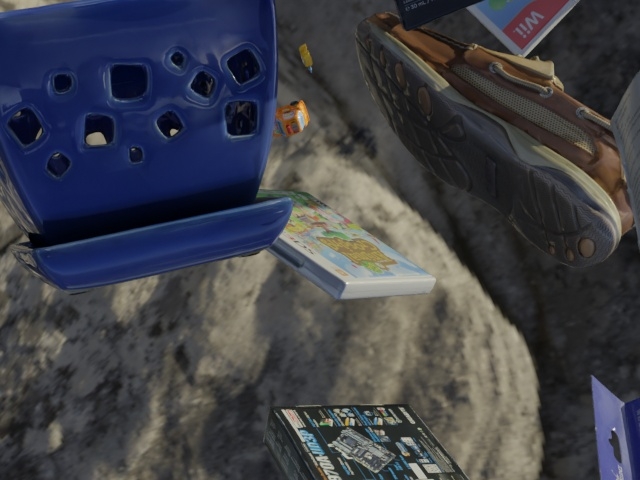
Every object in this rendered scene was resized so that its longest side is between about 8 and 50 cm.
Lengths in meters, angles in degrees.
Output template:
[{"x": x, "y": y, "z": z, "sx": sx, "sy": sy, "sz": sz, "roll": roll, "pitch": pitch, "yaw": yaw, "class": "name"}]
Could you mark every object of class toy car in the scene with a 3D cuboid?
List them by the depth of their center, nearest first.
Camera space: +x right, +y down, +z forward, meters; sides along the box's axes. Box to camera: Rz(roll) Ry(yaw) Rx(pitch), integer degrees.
[{"x": -0.040, "y": -0.181, "z": 1.624, "sx": 0.060, "sy": 0.122, "sz": 0.040, "roll": -5, "pitch": 34, "yaw": -10, "class": "toy car"}]

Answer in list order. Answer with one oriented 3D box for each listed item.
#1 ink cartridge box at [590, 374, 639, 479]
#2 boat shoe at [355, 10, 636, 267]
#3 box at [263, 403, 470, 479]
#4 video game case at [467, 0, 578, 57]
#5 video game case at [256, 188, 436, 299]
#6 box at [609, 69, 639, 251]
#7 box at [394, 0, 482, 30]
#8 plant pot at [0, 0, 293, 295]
[{"x": 0.507, "y": 0.341, "z": 1.787, "sx": 0.307, "sy": 0.072, "sz": 0.304, "roll": 44, "pitch": 23, "yaw": -12, "class": "ink cartridge box"}, {"x": 0.161, "y": -0.106, "z": 1.145, "sx": 0.116, "sy": 0.123, "sz": 0.324, "roll": -36, "pitch": 62, "yaw": -20, "class": "boat shoe"}, {"x": 0.055, "y": 0.248, "z": 1.386, "sx": 0.175, "sy": 0.220, "sz": 0.051, "roll": 1, "pitch": 112, "yaw": -22, "class": "box"}, {"x": 0.221, "y": -0.397, "z": 1.617, "sx": 0.285, "sy": 0.025, "sz": 0.204, "roll": 46, "pitch": 101, "yaw": 11, "class": "video game case"}, {"x": 0.000, "y": 0.000, "z": 1.347, "sx": 0.193, "sy": 0.212, "sz": 0.023, "roll": 34, "pitch": 105, "yaw": 25, "class": "video game case"}, {"x": 0.318, "y": 0.025, "z": 0.621, "sx": 0.321, "sy": 0.058, "sz": 0.232, "roll": -1, "pitch": 63, "yaw": -10, "class": "box"}, {"x": 0.162, "y": -0.314, "z": 1.091, "sx": 0.261, "sy": 0.103, "sz": 0.184, "roll": -19, "pitch": 106, "yaw": 13, "class": "box"}, {"x": -0.158, "y": -0.078, "z": 1.044, "sx": 0.235, "sy": 0.236, "sz": 0.212, "roll": -13, "pitch": 95, "yaw": -18, "class": "plant pot"}]
